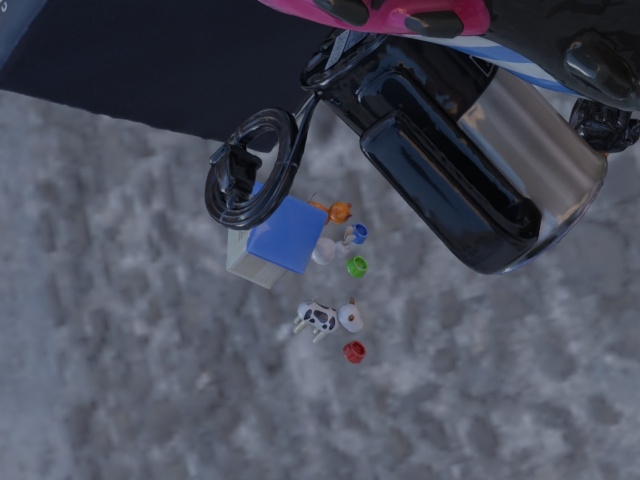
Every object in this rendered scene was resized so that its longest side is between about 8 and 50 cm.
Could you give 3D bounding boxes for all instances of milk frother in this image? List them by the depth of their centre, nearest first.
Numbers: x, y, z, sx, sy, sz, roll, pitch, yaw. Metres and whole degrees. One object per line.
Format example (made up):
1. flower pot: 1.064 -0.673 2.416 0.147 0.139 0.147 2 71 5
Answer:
1. milk frother: 0.037 -0.033 0.935 0.135 0.129 0.143 45 135 -17

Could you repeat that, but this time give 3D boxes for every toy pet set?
1. toy pet set: 0.000 0.000 1.263 0.065 0.114 0.122 -45 31 38

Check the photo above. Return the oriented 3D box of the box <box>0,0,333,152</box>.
1. box: -0.088 -0.413 1.495 0.472 0.297 0.480 -50 47 32

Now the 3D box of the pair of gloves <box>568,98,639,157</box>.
1. pair of gloves: 0.167 -0.053 0.984 0.083 0.010 0.074 15 152 8

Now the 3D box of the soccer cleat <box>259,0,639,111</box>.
1. soccer cleat: 0.028 -0.133 0.688 0.116 0.331 0.143 -56 46 13
